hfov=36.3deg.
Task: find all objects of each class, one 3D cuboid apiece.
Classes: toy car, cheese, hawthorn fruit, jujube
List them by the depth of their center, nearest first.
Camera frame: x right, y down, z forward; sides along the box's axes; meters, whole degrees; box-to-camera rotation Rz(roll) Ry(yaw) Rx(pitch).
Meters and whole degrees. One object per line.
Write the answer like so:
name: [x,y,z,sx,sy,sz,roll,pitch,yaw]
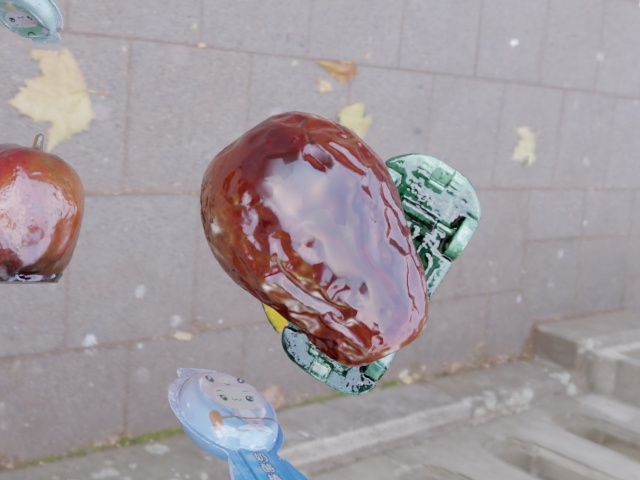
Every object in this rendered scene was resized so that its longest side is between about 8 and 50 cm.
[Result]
cheese: [-0.256,-0.207,0.814,0.121,0.067,0.026,60,39,-51]
jujube: [0.000,0.000,0.952,0.190,0.190,0.255,-32,91,-32]
cheese: [-0.088,0.211,1.068,0.135,0.244,0.052,9,113,-37]
toy car: [0.077,0.039,1.214,0.306,0.136,0.125,-59,175,4]
hawthorn fruit: [-0.441,-0.048,1.437,0.215,0.215,0.250,40,58,-42]

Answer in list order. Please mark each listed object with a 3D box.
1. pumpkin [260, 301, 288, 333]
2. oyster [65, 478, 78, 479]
pumpkin: [-0.043,0.005,1.662,0.169,0.148,0.312,24,122,-36]
oyster: [-0.207,0.223,0.725,0.080,0.038,0.083,-4,113,-22]
